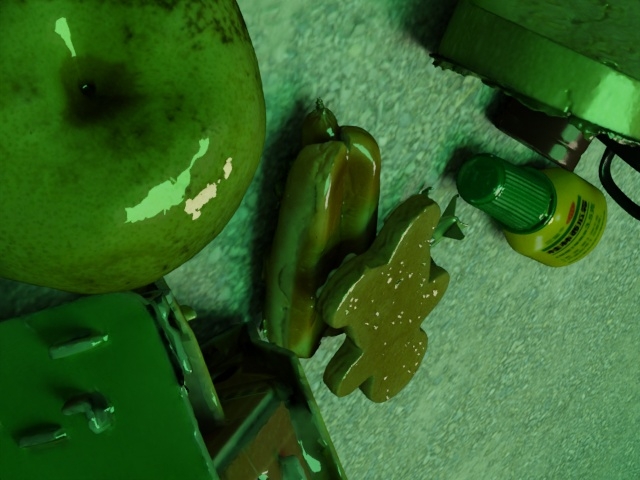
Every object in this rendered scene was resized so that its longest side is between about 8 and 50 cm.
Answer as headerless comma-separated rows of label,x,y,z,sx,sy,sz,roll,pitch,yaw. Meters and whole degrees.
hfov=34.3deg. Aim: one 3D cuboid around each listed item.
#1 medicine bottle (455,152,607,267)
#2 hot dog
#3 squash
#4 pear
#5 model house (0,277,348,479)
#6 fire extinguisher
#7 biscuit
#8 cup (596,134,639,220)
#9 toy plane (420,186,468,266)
medicine bottle,0.232,-0.038,1.137,0.309,0.076,0.111,17,105,-55
hot dog,0.000,0.000,0.878,0.109,0.072,0.269,-31,143,-35
squash,0.209,-0.157,0.858,0.220,0.220,0.133,-3,124,-51
pear,-0.127,-0.068,0.552,0.197,0.197,0.197,-33,142,-30
model house,-0.154,0.166,0.797,0.300,0.340,0.323,70,22,-9
fire extinguisher,0.283,-0.204,1.024,0.105,0.105,0.269,18,106,-57
biscuit,0.056,0.067,0.921,0.158,0.035,0.240,-41,149,-22
cup,0.362,-0.132,1.121,0.169,0.176,0.223,-20,138,-45
toy plane,0.096,0.000,1.006,0.040,0.102,0.111,27,137,-37
